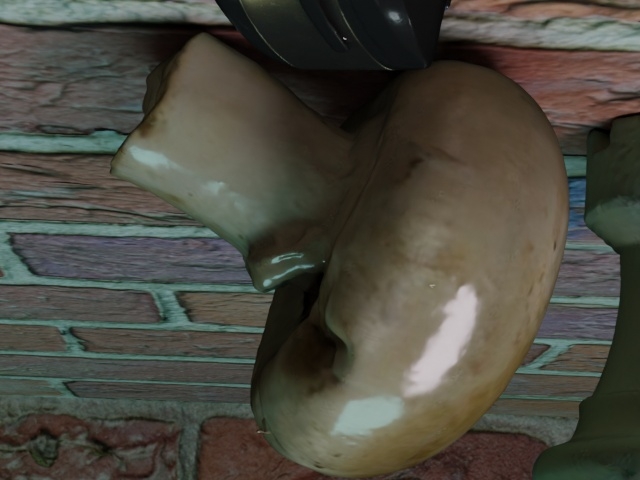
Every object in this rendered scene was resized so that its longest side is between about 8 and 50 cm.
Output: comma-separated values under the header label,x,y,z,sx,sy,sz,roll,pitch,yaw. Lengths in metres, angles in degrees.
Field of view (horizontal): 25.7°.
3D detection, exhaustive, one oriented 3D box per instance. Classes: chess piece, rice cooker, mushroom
label,x,y,z,sx,sy,sz,roll,pitch,yaw
chess piece,0.252,0.066,1.011,0.194,0.299,0.194,3,166,1
rice cooker,0.007,-0.137,0.632,0.106,0.112,0.165,2,166,27
mushroom,0.000,0.000,0.916,0.290,0.293,0.292,23,162,-10
